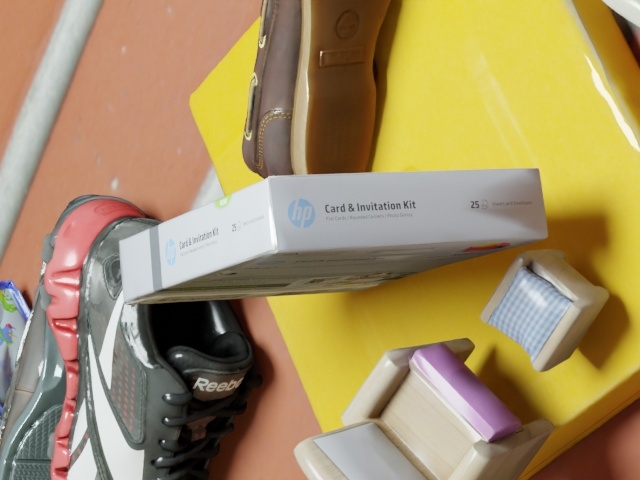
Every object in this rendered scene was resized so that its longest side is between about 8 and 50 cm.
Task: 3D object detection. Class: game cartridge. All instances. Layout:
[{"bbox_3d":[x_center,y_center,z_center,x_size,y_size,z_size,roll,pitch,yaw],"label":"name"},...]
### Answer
[{"bbox_3d":[0.067,-0.029,1.020,0.285,0.052,0.324,-44,60,39],"label":"game cartridge"}]

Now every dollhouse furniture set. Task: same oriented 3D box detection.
[{"bbox_3d":[0.147,0.073,0.767,0.286,0.198,0.303,46,122,25],"label":"dollhouse furniture set"}]

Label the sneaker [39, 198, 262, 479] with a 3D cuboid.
[{"bbox_3d":[-0.103,0.113,1.169,0.135,0.097,0.276,4,100,39],"label":"sneaker"}]

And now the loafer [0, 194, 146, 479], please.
[{"bbox_3d":[-0.169,0.100,1.268,0.084,0.096,0.267,-164,85,-68],"label":"loafer"}]

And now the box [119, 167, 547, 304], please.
[{"bbox_3d":[0.000,0.000,0.918,0.186,0.145,0.038,-17,77,62],"label":"box"}]

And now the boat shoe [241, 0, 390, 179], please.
[{"bbox_3d":[-0.004,-0.127,1.007,0.073,0.073,0.207,24,107,44],"label":"boat shoe"}]

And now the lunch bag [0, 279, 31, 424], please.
[{"bbox_3d":[-0.255,0.127,1.354,0.129,0.096,0.151,-39,75,38],"label":"lunch bag"}]

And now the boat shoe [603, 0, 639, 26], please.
[{"bbox_3d":[0.237,-0.077,0.714,0.324,0.097,0.116,42,135,35],"label":"boat shoe"}]
